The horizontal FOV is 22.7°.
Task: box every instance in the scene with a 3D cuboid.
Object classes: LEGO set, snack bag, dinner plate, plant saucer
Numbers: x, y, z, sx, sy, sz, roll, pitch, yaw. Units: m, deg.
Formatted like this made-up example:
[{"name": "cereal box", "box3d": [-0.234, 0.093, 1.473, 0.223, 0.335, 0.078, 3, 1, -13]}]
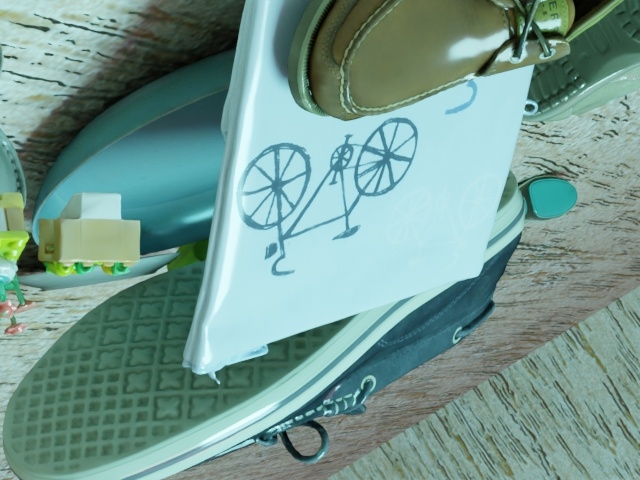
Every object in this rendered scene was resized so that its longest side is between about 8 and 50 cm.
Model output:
[{"name": "LEGO set", "box3d": [-0.208, 0.015, 0.779, 0.132, 0.107, 0.287, -24, 154, 24]}, {"name": "snack bag", "box3d": [0.047, -0.091, 1.095, 0.323, 0.037, 0.342, -17, 126, -45]}, {"name": "dinner plate", "box3d": [-0.182, 0.026, 1.305, 0.141, 0.017, 0.141, -8, -178, 0]}, {"name": "plant saucer", "box3d": [-0.070, -0.073, 1.197, 0.318, 0.043, 0.317, -20, 165, -6]}]

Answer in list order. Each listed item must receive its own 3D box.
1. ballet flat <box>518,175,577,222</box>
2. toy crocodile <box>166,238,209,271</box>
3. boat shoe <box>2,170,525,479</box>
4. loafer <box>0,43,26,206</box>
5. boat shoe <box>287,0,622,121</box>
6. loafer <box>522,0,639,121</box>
[{"name": "ballet flat", "box3d": [0.237, -0.044, 1.923, 0.168, 0.057, 0.052, -13, -174, -37]}, {"name": "toy crocodile", "box3d": [0.000, 0.000, 1.496, 0.341, 0.105, 0.115, -13, 158, -45]}, {"name": "boat shoe", "box3d": [-0.028, 0.088, 1.317, 0.500, 0.187, 0.156, -30, 138, -30]}, {"name": "loafer", "box3d": [-0.215, -0.074, 0.846, 0.112, 0.112, 0.319, -22, 165, 4]}, {"name": "boat shoe", "box3d": [0.115, -0.163, 1.003, 0.307, 0.104, 0.110, -38, 139, -28]}, {"name": "loafer", "box3d": [0.287, -0.190, 1.435, 0.269, 0.101, 0.092, -25, 169, 22]}]
